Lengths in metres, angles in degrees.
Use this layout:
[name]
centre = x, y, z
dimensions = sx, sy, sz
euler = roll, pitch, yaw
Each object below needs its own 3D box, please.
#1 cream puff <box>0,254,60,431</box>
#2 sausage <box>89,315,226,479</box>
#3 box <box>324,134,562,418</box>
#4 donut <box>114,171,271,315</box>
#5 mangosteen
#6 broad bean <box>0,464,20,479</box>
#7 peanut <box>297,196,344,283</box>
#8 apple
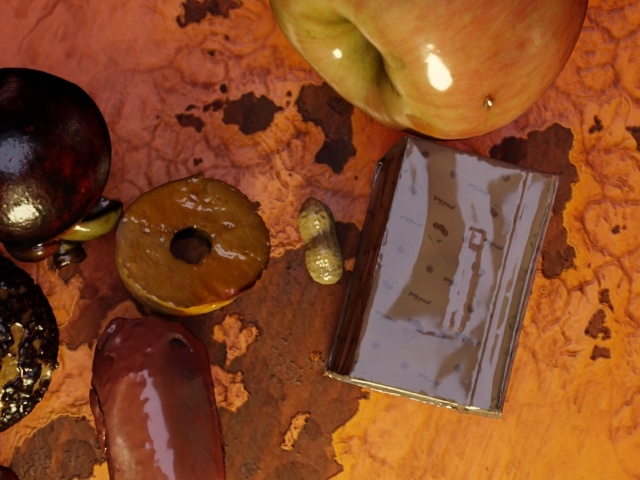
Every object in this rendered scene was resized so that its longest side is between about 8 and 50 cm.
[cream puff]
centre = -0.428, 0.126, 1.658
dimensions = 0.239, 0.165, 0.239
euler = 0, 95, -2
[sausage]
centre = -0.193, 0.224, 1.691
dimensions = 0.152, 0.152, 0.279
euler = -10, 87, -6
[box]
centre = 0.138, 0.045, 1.698
dimensions = 0.190, 0.225, 0.297
euler = 16, 84, -5
[donut]
centre = -0.161, 0.014, 1.722
dimensions = 0.190, 0.074, 0.174
euler = -35, 82, -28
[mangosteen]
centre = -0.346, -0.076, 1.672
dimensions = 0.228, 0.228, 0.265
euler = -29, 122, -7
[broad bean]
centre = -0.420, 0.369, 1.656
dimensions = 0.122, 0.156, 0.228
euler = 15, 80, 0
[peanut]
centre = 0.000, 0.000, 1.773
dimensions = 0.054, 0.054, 0.113
euler = -14, 91, -7
[apple]
centre = 0.129, -0.321, 1.648
dimensions = 0.391, 0.391, 0.346
euler = 42, 70, -2
